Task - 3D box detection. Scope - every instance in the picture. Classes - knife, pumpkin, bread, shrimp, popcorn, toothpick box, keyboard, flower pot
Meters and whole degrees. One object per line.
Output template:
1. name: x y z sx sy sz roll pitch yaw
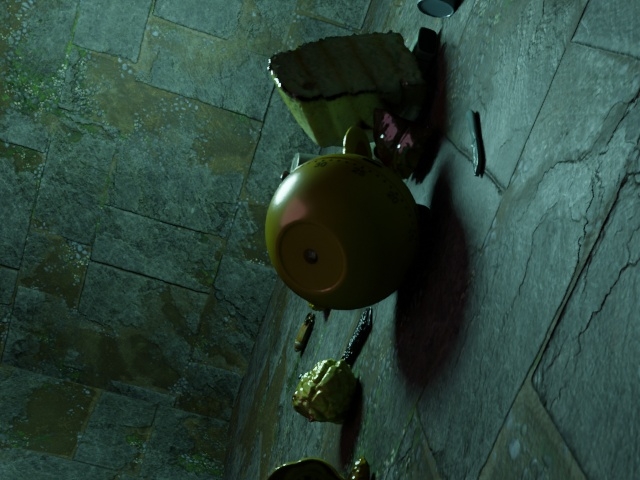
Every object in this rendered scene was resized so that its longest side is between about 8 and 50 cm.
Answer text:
1. knife: 0.297 -0.193 1.454 0.210 0.015 0.028 -84 21 -49
2. pumpkin: 0.170 -0.236 1.846 0.130 0.149 0.254 -61 5 0
3. bread: 0.060 -0.377 2.002 0.264 0.396 0.239 99 155 -57
4. shrimp: -0.053 0.320 2.668 0.099 0.041 0.180 -60 -8 -55
5. popcorn: 0.009 0.359 1.802 0.173 0.142 0.173 -162 90 -79
6. toothpick box: 0.316 -0.672 1.963 0.101 0.101 0.153 149 136 -78
7. keyboard: 0.082 0.268 1.922 0.072 0.023 0.231 -81 11 -53
8. flower pot: -0.024 0.545 1.587 0.179 0.195 0.195 76 -150 -81

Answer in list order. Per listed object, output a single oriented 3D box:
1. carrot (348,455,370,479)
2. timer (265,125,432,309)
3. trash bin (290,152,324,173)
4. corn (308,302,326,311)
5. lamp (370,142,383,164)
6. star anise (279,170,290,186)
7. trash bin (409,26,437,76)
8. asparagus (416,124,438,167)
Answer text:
1. carrot: 0.051 0.557 1.421 0.066 0.066 0.314 120 165 -57
2. timer: 0.069 -0.038 1.652 0.387 0.376 0.376 -42 -22 -55
3. trash bin: 0.033 -0.163 2.305 0.220 0.250 0.219 -160 81 -81
4. corn: -0.011 0.173 2.509 0.231 0.080 0.080 -112 39 -75
5. lamp: 0.170 -0.211 2.121 0.163 0.091 0.090 84 -161 -69
6. star anise: 0.042 -0.066 1.886 0.237 0.346 0.148 -33 27 41
7. trash bin: 0.269 -0.500 2.076 0.130 0.059 0.116 116 170 -51
8. asparagus: 0.252 -0.221 1.803 0.016 0.016 0.162 -47 -9 -37
